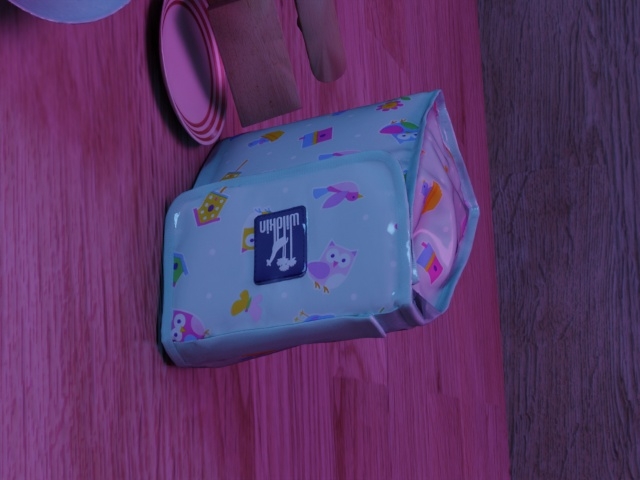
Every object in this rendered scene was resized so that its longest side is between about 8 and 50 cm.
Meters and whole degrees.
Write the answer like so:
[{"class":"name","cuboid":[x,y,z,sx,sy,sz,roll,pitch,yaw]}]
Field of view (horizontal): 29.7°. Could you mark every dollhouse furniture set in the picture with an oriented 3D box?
[{"class":"dollhouse furniture set","cuboid":[-0.034,-0.212,1.103,0.151,0.144,0.123,-114,-173,-50]}]

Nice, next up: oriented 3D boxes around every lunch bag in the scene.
[{"class":"lunch bag","cuboid":[0.000,0.000,0.996,0.262,0.223,0.160,-65,140,-56]}]

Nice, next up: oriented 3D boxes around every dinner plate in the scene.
[{"class":"dinner plate","cuboid":[-0.112,-0.151,1.031,0.141,0.017,0.141,-5,90,-73]}]

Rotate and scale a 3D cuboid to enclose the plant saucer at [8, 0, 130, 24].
[{"class":"plant saucer","cuboid":[-0.177,-0.230,0.751,0.195,0.037,0.195,2,88,-54]}]
